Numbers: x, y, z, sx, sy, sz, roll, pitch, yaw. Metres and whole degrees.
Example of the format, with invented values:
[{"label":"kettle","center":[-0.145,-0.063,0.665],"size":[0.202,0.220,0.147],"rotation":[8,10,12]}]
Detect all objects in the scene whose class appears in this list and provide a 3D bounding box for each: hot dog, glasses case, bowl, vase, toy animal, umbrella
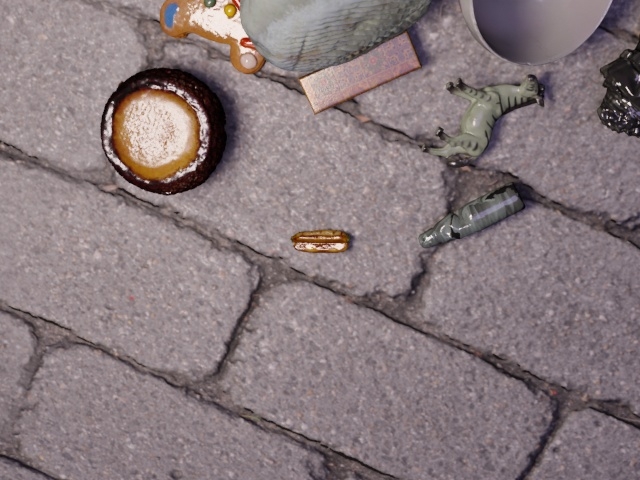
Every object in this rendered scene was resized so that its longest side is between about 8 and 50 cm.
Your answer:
[{"label":"hot dog","center":[0.000,0.000,1.804],"size":[0.122,0.037,0.049],"rotation":[3,117,11]},{"label":"glasses case","center":[0.074,-0.312,1.703],"size":[0.218,0.049,0.075],"rotation":[-23,102,11]},{"label":"bowl","center":[0.348,-0.454,1.557],"size":[0.287,0.144,0.287],"rotation":[-11,120,-19]},{"label":"vase","center":[0.283,-0.041,1.749],"size":[0.211,0.060,0.060],"rotation":[-27,101,14]},{"label":"toy animal","center":[0.303,-0.226,1.693],"size":[0.176,0.073,0.217],"rotation":[18,111,-14]},{"label":"umbrella","center":[0.579,-0.348,1.609],"size":[0.154,0.128,0.337],"rotation":[7,100,-12]}]

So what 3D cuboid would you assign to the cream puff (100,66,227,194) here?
[{"label":"cream puff","center":[-0.288,-0.204,1.711],"size":[0.239,0.165,0.239],"rotation":[1,104,6]}]

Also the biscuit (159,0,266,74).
[{"label":"biscuit","center":[-0.127,-0.416,1.702],"size":[0.324,0.049,0.205],"rotation":[26,105,-3]}]

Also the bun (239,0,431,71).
[{"label":"bun","center":[0.021,-0.421,1.527],"size":[0.354,0.354,0.194],"rotation":[-22,81,11]}]
